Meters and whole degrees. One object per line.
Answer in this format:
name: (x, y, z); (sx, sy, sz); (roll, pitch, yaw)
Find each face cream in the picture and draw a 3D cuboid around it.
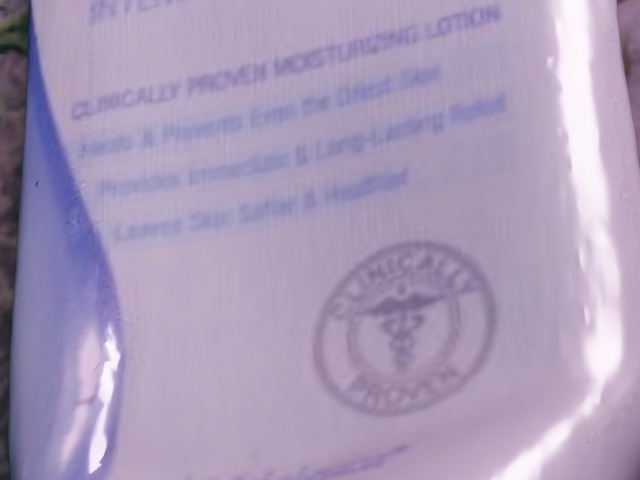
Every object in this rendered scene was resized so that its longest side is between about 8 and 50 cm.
face cream: (0.000, 0.000, 0.628); (0.235, 0.137, 0.420); (-13, 60, 20)
